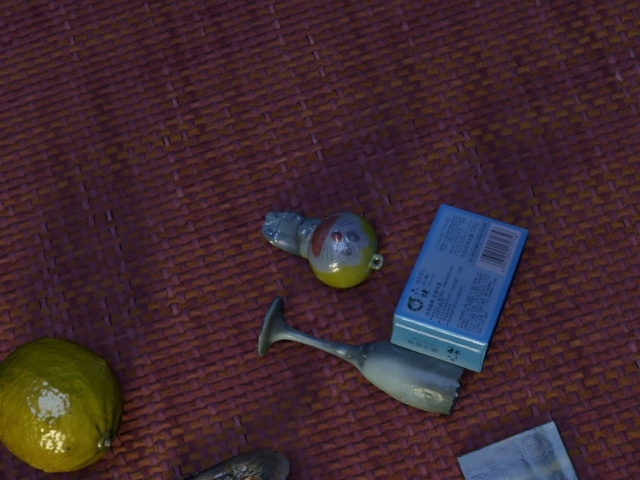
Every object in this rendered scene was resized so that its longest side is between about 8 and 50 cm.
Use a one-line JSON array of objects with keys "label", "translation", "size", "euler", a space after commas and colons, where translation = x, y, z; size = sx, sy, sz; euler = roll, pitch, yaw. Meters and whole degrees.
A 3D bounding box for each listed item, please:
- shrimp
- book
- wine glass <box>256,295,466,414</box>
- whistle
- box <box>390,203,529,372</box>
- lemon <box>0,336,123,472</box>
[{"label": "shrimp", "translation": [-0.145, 0.376, 1.818], "size": [0.219, 0.152, 0.046], "euler": [-18, 115, 11]}, {"label": "book", "translation": [0.314, 0.396, 1.810], "size": [0.160, 0.024, 0.228], "euler": [-20, 72, -2]}, {"label": "wine glass", "translation": [0.041, 0.256, 1.880], "size": [0.309, 0.096, 0.264], "euler": [18, 100, 10]}, {"label": "whistle", "translation": [0.000, 0.000, 1.920], "size": [0.223, 0.123, 0.123], "euler": [20, 77, 27]}, {"label": "box", "translation": [0.209, 0.068, 1.847], "size": [0.143, 0.083, 0.232], "euler": [18, 55, 11]}, {"label": "lemon", "translation": [-0.394, 0.245, 1.848], "size": [0.231, 0.192, 0.192], "euler": [29, 79, 22]}]
